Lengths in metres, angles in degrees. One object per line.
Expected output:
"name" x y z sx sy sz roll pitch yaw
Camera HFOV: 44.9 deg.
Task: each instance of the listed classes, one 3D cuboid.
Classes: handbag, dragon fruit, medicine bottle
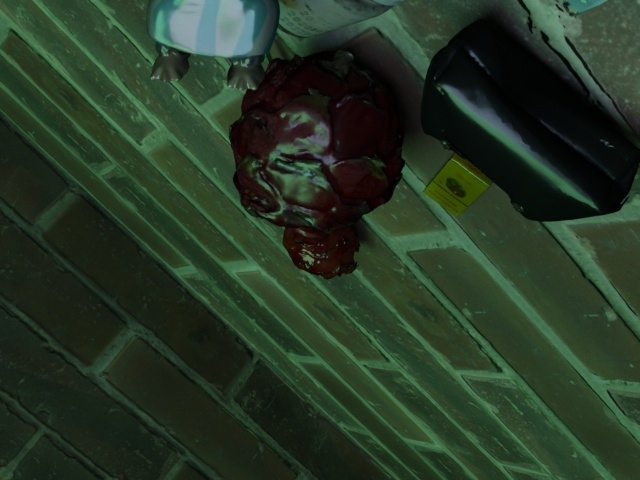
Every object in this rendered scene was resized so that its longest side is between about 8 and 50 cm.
"handbag" 0.291 -0.148 1.174 0.342 0.152 0.288 41 168 1
"dragon fruit" -0.005 -0.162 1.345 0.329 0.329 0.329 31 156 16
"dragon fruit" 0.000 0.000 1.813 0.172 0.172 0.210 9 139 48
"medicine bottle" 0.038 -0.383 1.060 0.165 0.165 0.273 49 154 -25

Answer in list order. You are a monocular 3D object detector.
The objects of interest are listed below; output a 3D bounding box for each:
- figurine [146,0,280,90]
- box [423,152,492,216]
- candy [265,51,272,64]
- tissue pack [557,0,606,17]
"figurine" -0.118 -0.437 1.036 0.266 0.378 0.362 8 119 3
"box" 0.255 -0.102 1.448 0.087 0.023 0.155 39 157 3
"candy" -0.103 -0.358 1.432 0.092 0.093 0.336 18 143 40
"tissue pack" 0.321 -0.314 0.899 0.058 0.074 0.094 40 160 -13
